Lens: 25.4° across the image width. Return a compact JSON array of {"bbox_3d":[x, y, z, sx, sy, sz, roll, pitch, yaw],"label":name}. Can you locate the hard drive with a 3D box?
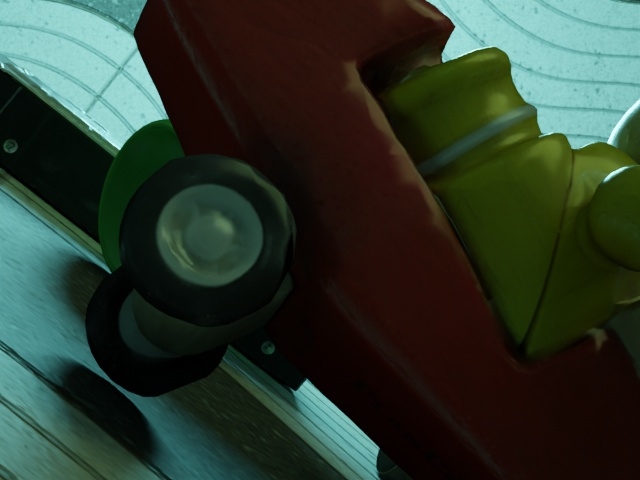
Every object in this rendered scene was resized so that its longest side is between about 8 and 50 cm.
[{"bbox_3d":[-0.142,-0.025,1.121,0.339,0.064,0.237,38,0,-8],"label":"hard drive"}]

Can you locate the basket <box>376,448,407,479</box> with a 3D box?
[{"bbox_3d":[0.165,0.167,0.974,0.227,0.154,0.204,35,18,-5],"label":"basket"}]

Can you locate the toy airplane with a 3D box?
[{"bbox_3d":[0.126,0.051,0.572,0.386,0.272,0.384,20,-32,42],"label":"toy airplane"}]

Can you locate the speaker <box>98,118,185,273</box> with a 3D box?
[{"bbox_3d":[0.000,0.000,0.971,0.296,0.131,0.131,12,18,-42],"label":"speaker"}]
